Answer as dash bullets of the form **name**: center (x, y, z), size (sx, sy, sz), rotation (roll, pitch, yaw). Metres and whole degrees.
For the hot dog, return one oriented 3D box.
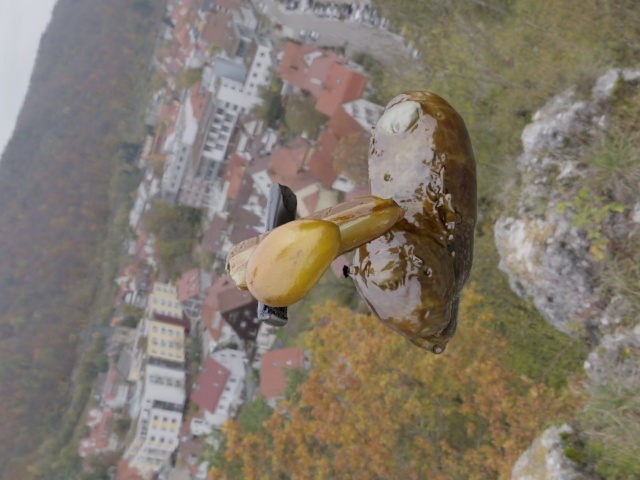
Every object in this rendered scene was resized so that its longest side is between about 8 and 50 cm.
- **hot dog**: center (0.000, 0.000, 0.820), size (0.092, 0.235, 0.062), rotation (-150, 40, -76)

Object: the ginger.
- **ginger**: center (0.140, -0.044, 1.024), size (0.254, 0.176, 0.418), rotation (23, -113, -64)

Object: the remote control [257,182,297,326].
- **remote control**: center (-0.061, 0.019, 0.995), size (0.028, 0.059, 0.212), rotation (-9, 67, 34)

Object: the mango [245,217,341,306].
- **mango**: center (-0.021, 0.016, 0.550), size (0.089, 0.060, 0.046), rotation (-35, -17, 8)
